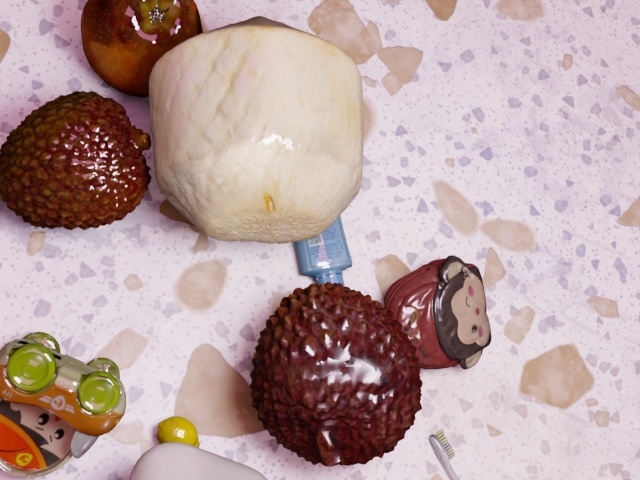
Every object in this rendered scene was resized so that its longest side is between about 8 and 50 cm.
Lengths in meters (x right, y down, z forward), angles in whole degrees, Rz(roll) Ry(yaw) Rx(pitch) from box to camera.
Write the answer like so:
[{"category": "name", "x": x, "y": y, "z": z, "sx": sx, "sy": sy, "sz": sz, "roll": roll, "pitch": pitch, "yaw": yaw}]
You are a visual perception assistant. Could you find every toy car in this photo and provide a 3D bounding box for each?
[{"category": "toy car", "x": -0.443, "y": 0.281, "z": 1.495, "sx": 0.235, "sy": 0.145, "sz": 0.235, "roll": -1, "pitch": 94, "yaw": -12}]

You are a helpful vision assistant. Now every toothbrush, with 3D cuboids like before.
[{"category": "toothbrush", "x": 0.312, "y": 0.525, "z": 1.731, "sx": 0.037, "sy": 0.028, "sz": 0.375, "roll": -29, "pitch": 86, "yaw": -31}]

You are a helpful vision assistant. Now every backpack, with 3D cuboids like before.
[{"category": "backpack", "x": 0.216, "y": 0.143, "z": 1.747, "sx": 0.229, "sy": 0.139, "sz": 0.229, "roll": -1, "pitch": 93, "yaw": -27}]

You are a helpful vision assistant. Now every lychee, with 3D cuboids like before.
[{"category": "lychee", "x": 0.025, "y": 0.233, "z": 1.577, "sx": 0.306, "sy": 0.306, "sz": 0.330, "roll": 20, "pitch": 45, "yaw": -13}, {"category": "lychee", "x": -0.415, "y": -0.130, "z": 1.556, "sx": 0.271, "sy": 0.236, "sz": 0.236, "roll": -16, "pitch": 81, "yaw": -3}]

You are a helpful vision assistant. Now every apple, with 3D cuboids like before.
[{"category": "apple", "x": -0.320, "y": -0.376, "z": 1.658, "sx": 0.229, "sy": 0.230, "sz": 0.230, "roll": 5, "pitch": 74, "yaw": -18}]

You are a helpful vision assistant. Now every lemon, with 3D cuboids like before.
[{"category": "lemon", "x": -0.243, "y": 0.334, "z": 1.573, "sx": 0.083, "sy": 0.062, "sz": 0.062, "roll": 34, "pitch": 68, "yaw": -12}]

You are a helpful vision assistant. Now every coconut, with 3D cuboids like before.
[{"category": "coconut", "x": -0.104, "y": -0.205, "z": 1.596, "sx": 0.415, "sy": 0.344, "sz": 0.416, "roll": 16, "pitch": 63, "yaw": -33}]

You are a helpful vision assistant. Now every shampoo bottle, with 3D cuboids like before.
[{"category": "shampoo bottle", "x": 0.000, "y": 0.000, "z": 1.746, "sx": 0.103, "sy": 0.061, "sz": 0.259, "roll": -9, "pitch": 78, "yaw": -18}]

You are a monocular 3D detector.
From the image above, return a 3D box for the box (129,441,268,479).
[{"category": "box", "x": -0.177, "y": 0.501, "z": 1.429, "sx": 0.288, "sy": 0.141, "sz": 0.349, "roll": 31, "pitch": 40, "yaw": -39}]
